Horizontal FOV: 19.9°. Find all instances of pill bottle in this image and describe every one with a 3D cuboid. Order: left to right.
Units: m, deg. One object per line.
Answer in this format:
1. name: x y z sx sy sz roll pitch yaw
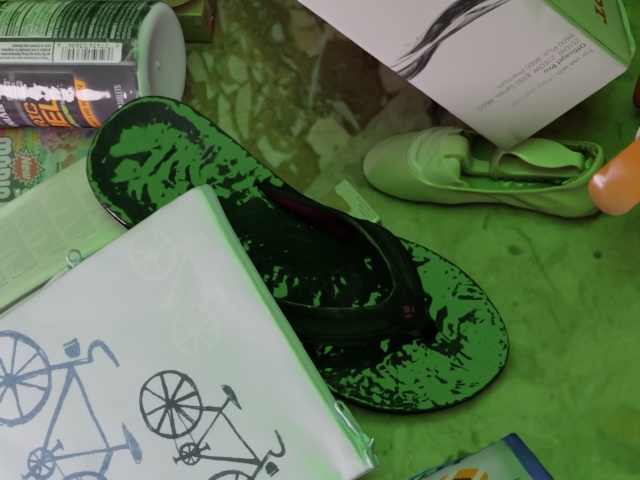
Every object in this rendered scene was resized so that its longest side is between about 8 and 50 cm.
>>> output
1. pill bottle: -0.270 -0.179 1.847 0.245 0.130 0.130 2 67 17

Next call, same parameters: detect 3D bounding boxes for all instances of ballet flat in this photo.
1. ballet flat: 0.162 -0.078 1.784 0.248 0.086 0.086 6 68 10

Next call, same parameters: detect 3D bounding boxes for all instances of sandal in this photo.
1. sandal: -0.026 0.021 1.705 0.445 0.107 0.167 31 81 1

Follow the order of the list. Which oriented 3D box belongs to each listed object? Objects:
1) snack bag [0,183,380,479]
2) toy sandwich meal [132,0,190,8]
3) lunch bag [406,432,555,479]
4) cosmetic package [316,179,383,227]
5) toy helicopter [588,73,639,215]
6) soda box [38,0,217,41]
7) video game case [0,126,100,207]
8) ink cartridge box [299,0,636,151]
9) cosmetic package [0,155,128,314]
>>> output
1. snack bag: -0.160 0.155 1.675 0.342 0.037 0.323 -35 78 11
2. toy sandwich meal: -0.159 -0.265 1.866 0.085 0.029 0.085 -1 64 2
3. lunch bag: 0.105 0.372 1.528 0.328 0.239 0.385 -24 51 -3
4. cosmetic package: 0.000 0.000 1.793 0.115 0.041 0.060 -39 69 -9
5. toy helicopter: 0.348 -0.161 1.644 0.140 0.355 0.235 29 57 17
6. soda box: -0.203 -0.248 1.913 0.181 0.061 0.058 2 68 8
7. video game case: -0.267 -0.024 1.848 0.285 0.025 0.204 -4 67 5
8. ink cartridge box: 0.089 -0.306 1.680 0.166 0.395 0.285 -35 40 30
9. cosmetic package: -0.268 0.004 1.789 0.239 0.060 0.099 -31 66 -6
